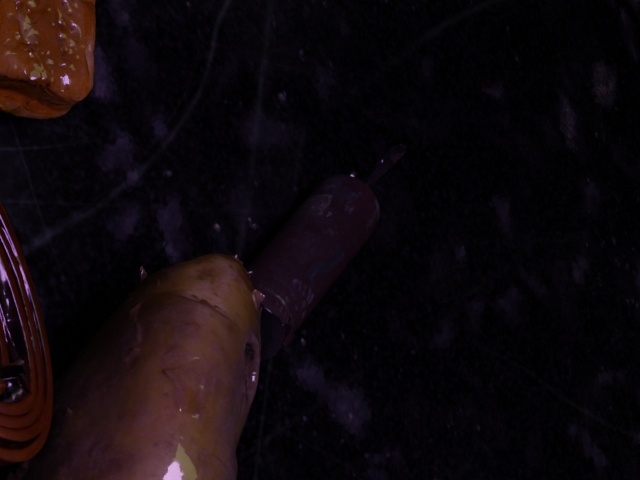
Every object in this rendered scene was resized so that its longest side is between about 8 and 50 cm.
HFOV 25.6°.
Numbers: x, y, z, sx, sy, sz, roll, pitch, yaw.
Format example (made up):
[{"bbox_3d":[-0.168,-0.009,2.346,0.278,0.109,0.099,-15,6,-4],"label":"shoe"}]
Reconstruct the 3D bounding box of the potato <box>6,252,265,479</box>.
[{"bbox_3d":[-0.126,0.129,1.022,0.141,0.191,0.296,35,48,-13],"label":"potato"}]

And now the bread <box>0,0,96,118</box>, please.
[{"bbox_3d":[-0.241,-0.231,1.102,0.139,0.077,0.271,15,64,-42],"label":"bread"}]

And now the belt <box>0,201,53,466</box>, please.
[{"bbox_3d":[-0.269,0.030,0.917,0.184,0.105,0.262,-20,93,-72],"label":"belt"}]

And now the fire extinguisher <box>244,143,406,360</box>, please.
[{"bbox_3d":[0.000,0.000,1.291,0.072,0.089,0.268,43,44,-3],"label":"fire extinguisher"}]
